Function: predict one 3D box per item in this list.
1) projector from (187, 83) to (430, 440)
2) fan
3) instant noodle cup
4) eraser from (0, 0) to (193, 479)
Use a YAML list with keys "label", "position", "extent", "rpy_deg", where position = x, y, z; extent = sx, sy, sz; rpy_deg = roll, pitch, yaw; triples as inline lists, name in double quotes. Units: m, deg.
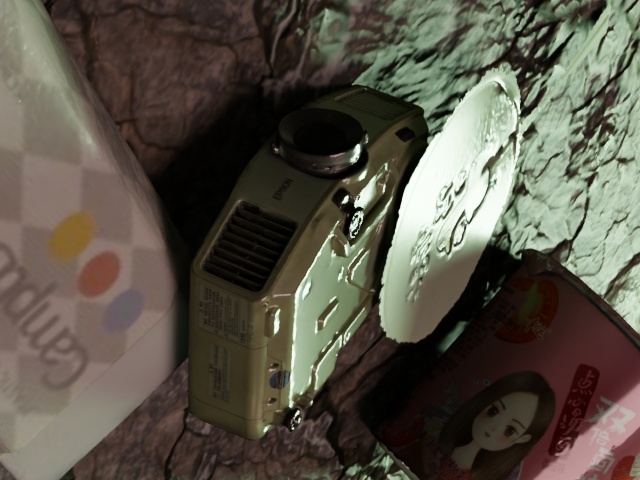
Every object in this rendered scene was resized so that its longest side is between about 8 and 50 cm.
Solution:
- label: "projector"
  position: [0.000, 0.000, 1.231]
  extent: [0.269, 0.088, 0.193]
  rpy_deg: [-50, 153, -46]
- label: "fan"
  position: [0.148, -0.073, 1.388]
  extent: [0.414, 0.012, 0.233]
  rpy_deg: [-48, 152, -39]
- label: "instant noodle cup"
  position: [0.193, 0.169, 1.561]
  extent: [0.231, 0.243, 0.243]
  rpy_deg: [-43, 145, -5]
- label: "eraser"
  position: [-0.200, -0.012, 1.054]
  extent: [0.213, 0.082, 0.397]
  rpy_deg: [-43, 145, -14]
